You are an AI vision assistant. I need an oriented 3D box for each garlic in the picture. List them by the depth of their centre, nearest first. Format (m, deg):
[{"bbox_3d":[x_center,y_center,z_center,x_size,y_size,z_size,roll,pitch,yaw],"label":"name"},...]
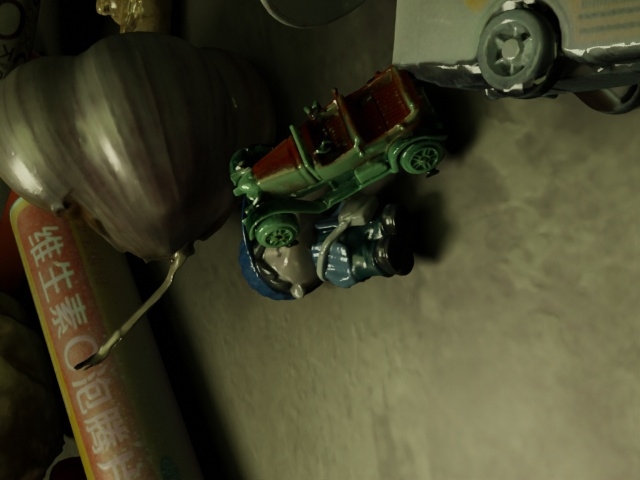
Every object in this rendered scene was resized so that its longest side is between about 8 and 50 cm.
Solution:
[{"bbox_3d":[-0.154,-0.043,0.759,0.207,0.207,0.256,35,116,40],"label":"garlic"}]

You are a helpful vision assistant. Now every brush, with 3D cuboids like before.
[{"bbox_3d":[-0.301,-0.002,1.007,0.070,0.051,0.323,48,123,26],"label":"brush"}]

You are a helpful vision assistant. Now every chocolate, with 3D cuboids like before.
[{"bbox_3d":[-0.398,0.119,0.921,0.303,0.303,0.212,15,107,46],"label":"chocolate"}]

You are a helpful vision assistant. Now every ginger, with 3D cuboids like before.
[{"bbox_3d":[-0.167,-0.250,0.831,0.089,0.075,0.288,-3,94,49],"label":"ginger"}]

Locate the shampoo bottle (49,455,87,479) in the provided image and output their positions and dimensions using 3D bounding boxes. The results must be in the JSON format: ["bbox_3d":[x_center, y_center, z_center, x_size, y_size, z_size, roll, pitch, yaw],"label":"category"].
[{"bbox_3d":[-0.236,0.371,0.935,0.118,0.076,0.314,29,113,51],"label":"shampoo bottle"}]

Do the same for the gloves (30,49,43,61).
[{"bbox_3d":[-0.379,-0.147,1.031,0.241,0.126,0.145,11,98,53],"label":"gloves"}]

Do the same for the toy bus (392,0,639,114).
[{"bbox_3d":[0.183,-0.130,0.430,0.343,0.097,0.138,7,95,47],"label":"toy bus"}]

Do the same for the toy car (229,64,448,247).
[{"bbox_3d":[0.007,-0.056,0.617,0.143,0.054,0.073,-27,57,11],"label":"toy car"}]

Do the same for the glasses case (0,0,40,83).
[{"bbox_3d":[-0.296,-0.284,0.896,0.137,0.085,0.354,178,97,-69],"label":"glasses case"}]

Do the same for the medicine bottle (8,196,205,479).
[{"bbox_3d":[-0.173,0.145,0.834,0.108,0.108,0.426,-45,60,39],"label":"medicine bottle"}]

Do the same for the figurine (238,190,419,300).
[{"bbox_3d":[0.005,0.004,0.669,0.136,0.079,0.077,2,67,27],"label":"figurine"}]

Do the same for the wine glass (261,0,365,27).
[{"bbox_3d":[-0.047,-0.241,0.637,0.196,0.165,0.165,48,125,28],"label":"wine glass"}]
